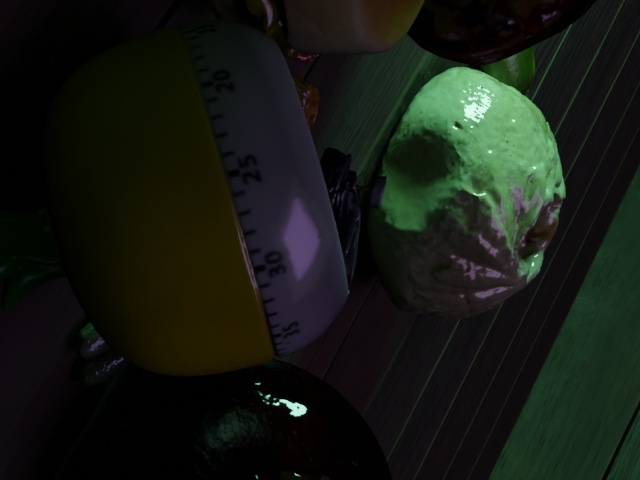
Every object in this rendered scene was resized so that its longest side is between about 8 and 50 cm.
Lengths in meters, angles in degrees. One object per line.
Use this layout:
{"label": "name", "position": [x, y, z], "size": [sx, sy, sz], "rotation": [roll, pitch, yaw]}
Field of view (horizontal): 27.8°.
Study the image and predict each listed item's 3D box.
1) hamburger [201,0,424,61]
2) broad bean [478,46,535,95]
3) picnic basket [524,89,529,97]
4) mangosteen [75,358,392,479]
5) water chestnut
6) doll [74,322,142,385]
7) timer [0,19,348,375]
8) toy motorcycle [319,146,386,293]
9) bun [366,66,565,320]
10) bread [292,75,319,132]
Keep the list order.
{"label": "hamburger", "position": [0.007, -0.294, 1.082], "size": [0.302, 0.170, 0.302], "rotation": [18, 90, -72]}
{"label": "broad bean", "position": [0.279, -0.287, 1.946], "size": [0.124, 0.082, 0.174], "rotation": [-48, 142, -45]}
{"label": "picnic basket", "position": [0.294, -0.222, 2.055], "size": [0.072, 0.072, 0.083], "rotation": [37, 67, -70]}
{"label": "mangosteen", "position": [-0.091, 0.261, 1.263], "size": [0.307, 0.307, 0.347], "rotation": [-63, -169, -13]}
{"label": "water chestnut", "position": [0.176, -0.331, 1.381], "size": [0.244, 0.289, 0.289], "rotation": [26, 86, -39]}
{"label": "doll", "position": [-0.162, 0.078, 1.188], "size": [0.150, 0.077, 0.115], "rotation": [-39, 137, -34]}
{"label": "timer", "position": [-0.135, -0.017, 0.961], "size": [0.285, 0.285, 0.285], "rotation": [-53, 155, -37]}
{"label": "toy motorcycle", "position": [0.000, 0.000, 1.441], "size": [0.307, 0.108, 0.173], "rotation": [72, 34, -81]}
{"label": "bun", "position": [0.217, -0.057, 1.796], "size": [0.352, 0.227, 0.349], "rotation": [-39, 144, -57]}
{"label": "bread", "position": [-0.036, -0.116, 1.340], "size": [0.111, 0.044, 0.083], "rotation": [-69, 162, -4]}
